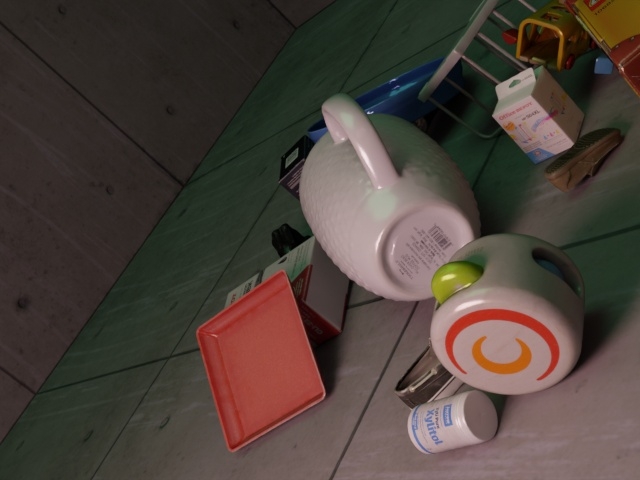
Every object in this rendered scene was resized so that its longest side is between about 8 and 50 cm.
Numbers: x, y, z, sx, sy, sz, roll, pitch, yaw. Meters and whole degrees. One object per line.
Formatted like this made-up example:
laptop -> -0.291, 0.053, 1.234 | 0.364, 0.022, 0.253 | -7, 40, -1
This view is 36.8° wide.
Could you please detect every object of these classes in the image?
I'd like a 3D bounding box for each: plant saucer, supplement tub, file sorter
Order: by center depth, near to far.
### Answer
supplement tub -> 0.176, 0.245, 1.292 | 0.107, 0.071, 0.071 | -28, 27, 45
plant saucer -> -0.104, 0.225, 1.785 | 0.259, 0.047, 0.259 | -36, 61, 32
file sorter -> 0.358, -0.373, 1.909 | 0.278, 0.173, 0.193 | -56, 3, -24

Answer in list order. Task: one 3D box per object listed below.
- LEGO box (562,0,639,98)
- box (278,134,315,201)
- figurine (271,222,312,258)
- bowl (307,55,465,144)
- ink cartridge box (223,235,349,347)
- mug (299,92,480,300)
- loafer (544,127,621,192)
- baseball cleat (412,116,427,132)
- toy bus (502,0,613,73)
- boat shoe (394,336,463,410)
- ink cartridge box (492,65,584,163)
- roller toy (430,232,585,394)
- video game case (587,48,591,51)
LEGO box -> 0.639, -0.407, 1.394 | 0.500, 0.193, 0.372 | -40, 21, 21
box -> -0.013, -0.151, 2.323 | 0.093, 0.158, 0.156 | -42, 21, 20
figurine -> 0.000, 0.000, 2.113 | 0.215, 0.092, 0.209 | -38, 25, 8
bowl -> 0.156, -0.310, 2.231 | 0.391, 0.077, 0.391 | -26, 11, 6
ink cartridge box -> -0.080, 0.144, 1.940 | 0.272, 0.114, 0.197 | -35, 28, 32
mug -> 0.108, -0.082, 1.624 | 0.276, 0.374, 0.328 | -29, 26, -1
loafer -> 0.422, -0.129, 1.537 | 0.148, 0.050, 0.056 | -34, 21, -9
baseball cleat -> 0.165, -0.210, 2.222 | 0.206, 0.072, 0.109 | -42, 11, -17
toy bus -> 0.440, -0.388, 1.734 | 0.190, 0.104, 0.202 | -6, 39, -5
boat shoe -> 0.197, 0.159, 1.416 | 0.219, 0.070, 0.077 | -50, 20, -7
ink cartridge box -> 0.374, -0.224, 1.674 | 0.092, 0.143, 0.090 | -27, 28, 46
roller toy -> 0.247, 0.094, 1.260 | 0.191, 0.209, 0.146 | 4, 41, 15
video game case -> 0.585, -0.482, 1.909 | 0.204, 0.025, 0.285 | -20, 32, 52
